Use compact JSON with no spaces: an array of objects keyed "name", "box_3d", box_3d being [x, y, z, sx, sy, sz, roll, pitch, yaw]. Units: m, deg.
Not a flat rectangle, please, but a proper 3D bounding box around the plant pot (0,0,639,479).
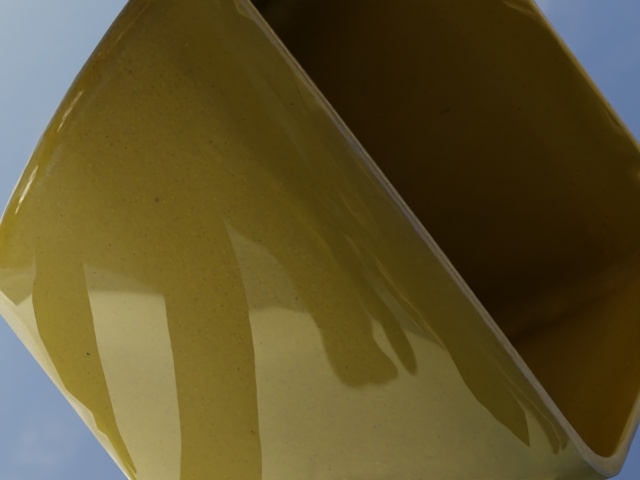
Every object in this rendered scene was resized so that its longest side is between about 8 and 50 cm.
[{"name":"plant pot","box_3d":[0.000,0.000,0.549,0.187,0.212,0.212,-36,-177,31]}]
